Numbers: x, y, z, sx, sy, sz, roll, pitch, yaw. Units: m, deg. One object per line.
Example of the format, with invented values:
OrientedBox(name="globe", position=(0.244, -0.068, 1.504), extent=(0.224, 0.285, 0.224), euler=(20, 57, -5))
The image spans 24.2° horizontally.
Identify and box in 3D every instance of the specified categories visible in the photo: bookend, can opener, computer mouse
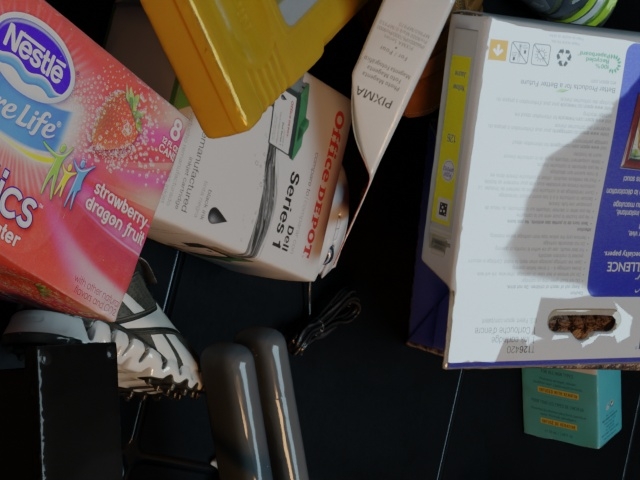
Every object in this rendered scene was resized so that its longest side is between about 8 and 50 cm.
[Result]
OrientedBox(name="bookend", position=(-0.210, 0.149, 0.976), extent=(0.072, 0.157, 0.156), euler=(2, 84, -55))
OrientedBox(name="can opener", position=(-0.026, 0.204, 1.136), extent=(0.074, 0.093, 0.280), euler=(-23, 105, -47))
OrientedBox(name="computer mouse", position=(0.000, 0.000, 1.315), extent=(0.106, 0.042, 0.193), euler=(-22, 115, -50))

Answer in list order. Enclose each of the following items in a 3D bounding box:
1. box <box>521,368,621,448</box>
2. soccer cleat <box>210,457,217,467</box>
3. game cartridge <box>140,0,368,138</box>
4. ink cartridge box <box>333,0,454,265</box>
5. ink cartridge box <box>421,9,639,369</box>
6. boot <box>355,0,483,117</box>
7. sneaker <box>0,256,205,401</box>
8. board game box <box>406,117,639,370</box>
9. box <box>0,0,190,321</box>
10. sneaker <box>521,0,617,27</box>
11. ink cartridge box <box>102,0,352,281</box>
OrientedBox(name="box", position=(0.282, 0.107, 1.689), extent=(0.060, 0.100, 0.244), euler=(-27, 118, -49))
OrientedBox(name="soccer cleat", position=(-0.068, 0.218, 1.258), extent=(0.035, 0.029, 0.083), euler=(-7, 73, -44))
OrientedBox(name="game cartridge", position=(-0.053, -0.268, 1.077), extent=(0.285, 0.052, 0.324), euler=(65, 32, -22))
OrientedBox(name="ink cartridge box", position=(0.046, -0.115, 1.218), extent=(0.232, 0.066, 0.189), euler=(-61, 180, 17))
OrientedBox(name="ink cartridge box", position=(0.239, -0.042, 1.361), extent=(0.303, 0.072, 0.307), euler=(2, 103, -30))
OrientedBox(name="boot", position=(0.133, -0.266, 1.386), extent=(0.283, 0.109, 0.220), euler=(-47, 131, -36))
OrientedBox(name="sneaker", position=(-0.144, 0.054, 1.091), extent=(0.234, 0.078, 0.106), euler=(35, 55, -60))
OrientedBox(name="board game box", position=(0.253, 0.007, 1.497), extent=(0.291, 0.141, 0.232), euler=(3, 95, -29))
OrientedBox(name="box", position=(-0.232, -0.080, 0.881), extent=(0.300, 0.142, 0.154), euler=(40, 64, -51))
OrientedBox(name="sneaker", position=(0.267, -0.372, 1.564), extent=(0.121, 0.111, 0.300), euler=(2, 93, -51))
OrientedBox(name="ink cartridge box", position=(-0.078, -0.071, 1.145), extent=(0.219, 0.092, 0.160), euler=(24, 77, -54))
